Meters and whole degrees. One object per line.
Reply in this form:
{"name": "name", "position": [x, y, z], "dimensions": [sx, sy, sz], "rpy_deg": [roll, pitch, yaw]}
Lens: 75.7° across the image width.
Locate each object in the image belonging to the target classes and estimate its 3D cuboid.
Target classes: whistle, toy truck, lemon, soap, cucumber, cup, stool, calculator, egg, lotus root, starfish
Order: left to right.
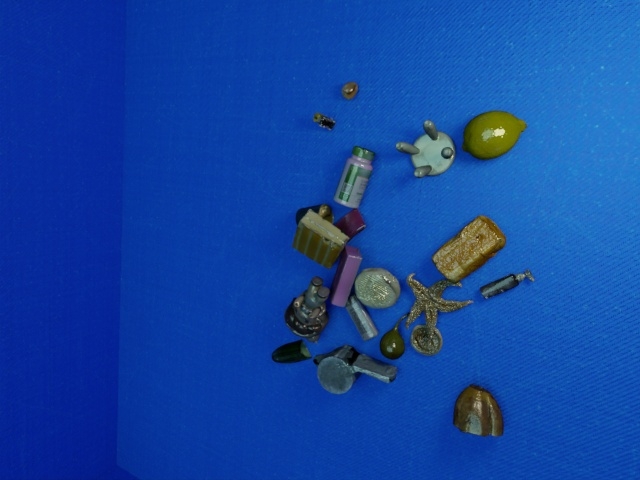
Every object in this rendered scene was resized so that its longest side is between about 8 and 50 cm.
{"name": "cucumber", "position": [-0.176, 0.625, 2.250], "dimensions": [0.243, 0.063, 0.115], "rpy_deg": [-25, 82, 30]}
{"name": "cup", "position": [-0.028, -0.094, 2.069], "dimensions": [0.155, 0.131, 0.177], "rpy_deg": [-1, 114, 33]}
{"name": "toy truck", "position": [0.018, -0.577, 1.987], "dimensions": [0.063, 0.123, 0.052], "rpy_deg": [44, 113, 25]}
{"name": "soap", "position": [0.118, 0.165, 1.969], "dimensions": [0.081, 0.181, 0.260], "rpy_deg": [16, 106, -5]}
{"name": "calculator", "position": [0.131, -0.061, 2.006], "dimensions": [0.190, 0.034, 0.127], "rpy_deg": [-41, 56, 27]}
{"name": "egg", "position": [0.138, -0.708, 1.938], "dimensions": [0.083, 0.071, 0.071], "rpy_deg": [-40, 75, 7]}
{"name": "whistle", "position": [0.162, 0.613, 2.003], "dimensions": [0.404, 0.168, 0.189], "rpy_deg": [-18, 87, 25]}
{"name": "stool", "position": [0.449, -0.371, 1.728], "dimensions": [0.195, 0.198, 0.195], "rpy_deg": [-37, 78, 28]}
{"name": "starfish", "position": [0.499, 0.291, 1.843], "dimensions": [0.299, 0.060, 0.303], "rpy_deg": [25, 101, 18]}
{"name": "lotus root", "position": [0.671, 0.710, 1.728], "dimensions": [0.199, 0.188, 0.180], "rpy_deg": [10, 86, 30]}
{"name": "lemon", "position": [0.672, -0.415, 1.611], "dimensions": [0.248, 0.184, 0.184], "rpy_deg": [-19, 86, 30]}

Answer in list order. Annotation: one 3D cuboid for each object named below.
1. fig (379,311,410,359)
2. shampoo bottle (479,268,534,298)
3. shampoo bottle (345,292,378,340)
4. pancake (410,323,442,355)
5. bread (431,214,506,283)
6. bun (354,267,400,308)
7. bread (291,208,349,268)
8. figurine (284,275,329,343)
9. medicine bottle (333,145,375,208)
{"name": "fig", "position": [0.354, 0.439, 1.919], "dimensions": [0.124, 0.124, 0.237], "rpy_deg": [20, 90, 26]}
{"name": "shampoo bottle", "position": [0.763, 0.179, 1.688], "dimensions": [0.207, 0.057, 0.064], "rpy_deg": [-31, 80, 28]}
{"name": "shampoo bottle", "position": [0.195, 0.376, 2.021], "dimensions": [0.086, 0.055, 0.228], "rpy_deg": [-35, 78, 28]}
{"name": "pancake", "position": [0.484, 0.457, 1.888], "dimensions": [0.151, 0.025, 0.152], "rpy_deg": [3, 97, 27]}
{"name": "bread", "position": [0.616, 0.042, 1.713], "dimensions": [0.294, 0.132, 0.167], "rpy_deg": [-47, 72, 25]}
{"name": "bun", "position": [0.271, 0.217, 1.918], "dimensions": [0.220, 0.134, 0.221], "rpy_deg": [12, 123, 19]}
{"name": "bread", "position": [0.000, 0.000, 1.959], "dimensions": [0.239, 0.111, 0.246], "rpy_deg": [31, 148, 8]}
{"name": "figurine", "position": [-0.052, 0.337, 2.041], "dimensions": [0.248, 0.203, 0.381], "rpy_deg": [39, 136, 18]}
{"name": "medicine bottle", "position": [0.162, -0.299, 1.929], "dimensions": [0.133, 0.133, 0.275], "rpy_deg": [26, 107, 24]}
